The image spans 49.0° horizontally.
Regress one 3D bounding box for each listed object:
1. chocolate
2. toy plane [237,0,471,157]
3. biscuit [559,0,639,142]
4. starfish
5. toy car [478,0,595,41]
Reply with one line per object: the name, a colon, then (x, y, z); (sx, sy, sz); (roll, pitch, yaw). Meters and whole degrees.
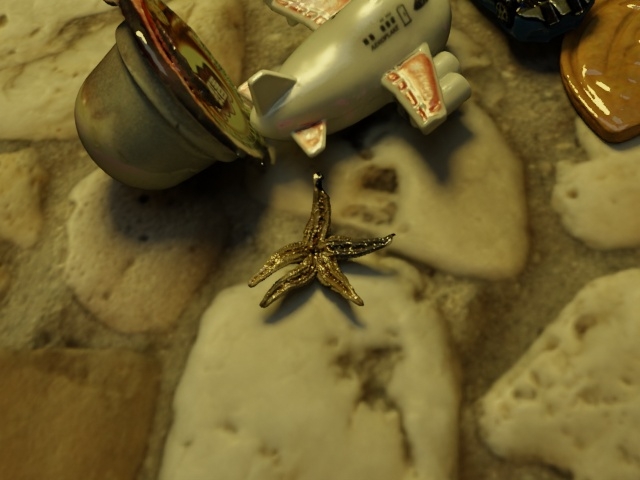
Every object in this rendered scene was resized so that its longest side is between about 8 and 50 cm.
chocolate: (-0.166, -0.129, 0.685); (0.147, 0.221, 0.221); (-31, 59, 8)
toy plane: (0.031, -0.184, 0.712); (0.252, 0.118, 0.252); (-3, 60, 5)
biscuit: (0.320, -0.193, 0.716); (0.142, 0.029, 0.220); (25, 68, 22)
starfish: (0.002, 0.002, 0.651); (0.133, 0.041, 0.130); (-1, 69, 2)
toy car: (0.208, -0.288, 0.771); (0.103, 0.063, 0.216); (-24, 49, -5)
